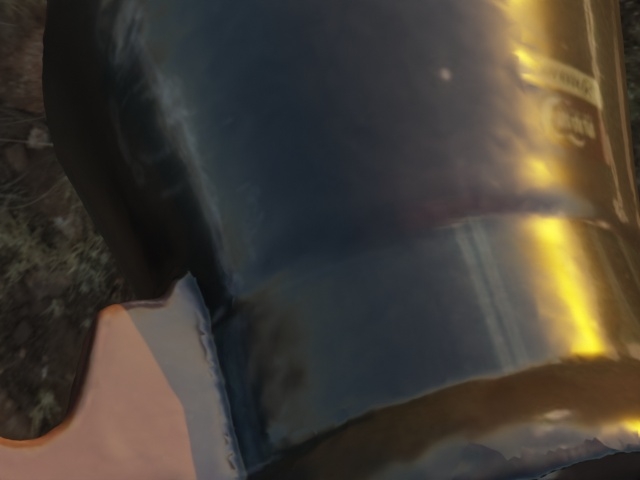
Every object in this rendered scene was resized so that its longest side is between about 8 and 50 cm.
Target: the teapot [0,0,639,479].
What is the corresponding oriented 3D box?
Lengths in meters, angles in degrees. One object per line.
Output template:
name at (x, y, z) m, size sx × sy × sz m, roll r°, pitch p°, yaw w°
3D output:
teapot at (0.000, 0.000, 0.516) m, size 0.376 × 0.306 × 0.362 m, roll 1°, pitch 54°, yaw -24°
